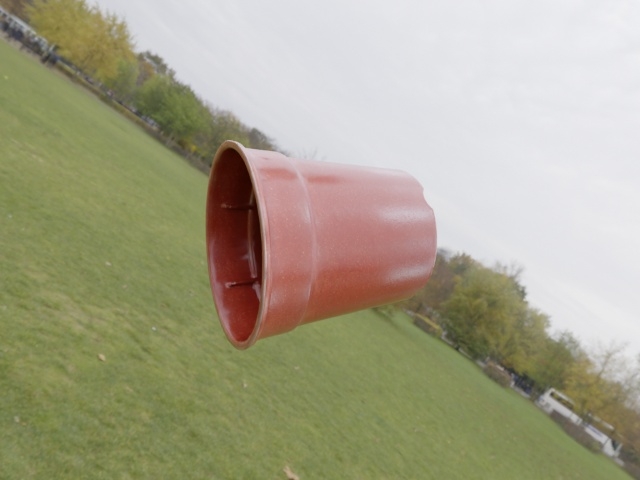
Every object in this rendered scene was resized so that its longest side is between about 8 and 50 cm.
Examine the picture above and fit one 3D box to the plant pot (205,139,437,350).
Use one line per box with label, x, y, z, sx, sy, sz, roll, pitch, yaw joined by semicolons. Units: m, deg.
plant pot;0.000;0.000;0.711;0.265;0.272;0.272;-3;19;-25
